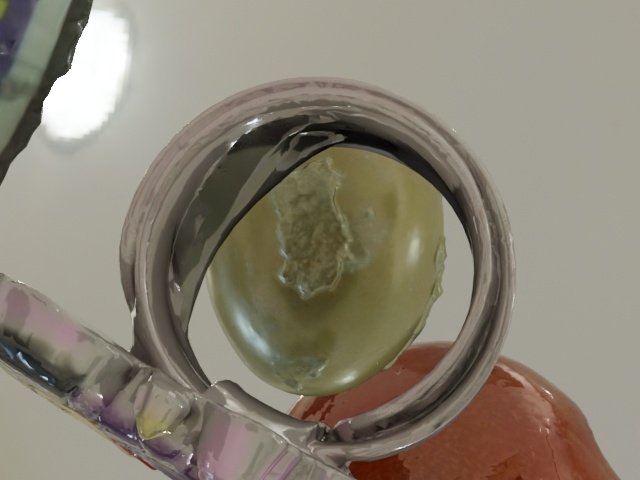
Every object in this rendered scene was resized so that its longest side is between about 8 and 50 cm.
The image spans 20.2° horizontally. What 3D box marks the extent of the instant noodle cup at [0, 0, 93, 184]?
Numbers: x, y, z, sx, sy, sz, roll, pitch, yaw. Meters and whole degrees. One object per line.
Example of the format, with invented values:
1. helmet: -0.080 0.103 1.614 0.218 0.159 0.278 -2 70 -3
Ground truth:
1. instant noodle cup: -0.222 -0.107 0.388 0.284 0.312 0.284 -17 -116 38

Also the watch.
1. watch: -0.026 0.022 0.933 0.244 0.196 0.231 29 -94 7

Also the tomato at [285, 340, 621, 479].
1. tomato: 0.095 0.257 1.440 0.341 0.273 0.341 40 -35 36

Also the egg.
1. egg: 0.000 0.001 1.165 0.164 0.164 0.201 -11 -110 51
